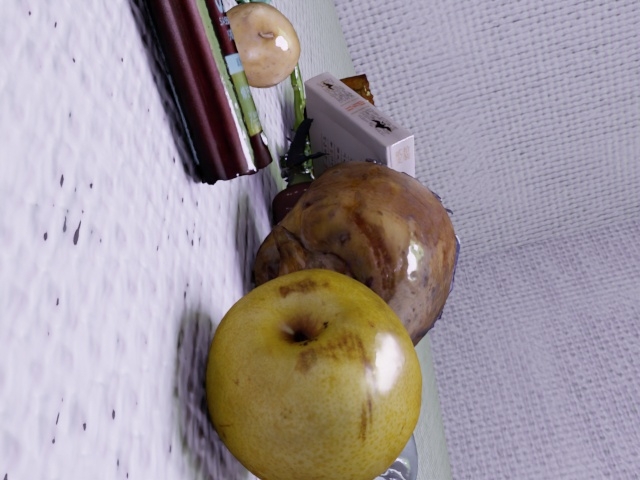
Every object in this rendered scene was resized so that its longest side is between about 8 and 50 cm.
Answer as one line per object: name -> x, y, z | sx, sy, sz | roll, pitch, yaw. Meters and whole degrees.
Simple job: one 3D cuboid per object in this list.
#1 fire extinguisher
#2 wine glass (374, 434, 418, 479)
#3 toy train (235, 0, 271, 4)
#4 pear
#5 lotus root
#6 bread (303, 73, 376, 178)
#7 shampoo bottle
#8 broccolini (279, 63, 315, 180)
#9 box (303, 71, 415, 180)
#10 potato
fire extinguisher -> 0.000, 0.000, 1.181 | 0.138, 0.102, 0.344 | -20, -99, 58
wine glass -> 0.100, 0.349, 1.303 | 0.204, 0.111, 0.111 | -77, 152, -64
toy train -> -0.137, -0.420, 1.115 | 0.119, 0.085, 0.251 | 52, 0, 34
pear -> -0.003, 0.135, 0.766 | 0.209, 0.208, 0.209 | -14, 90, -80
lotus root -> 0.032, 0.041, 1.001 | 0.192, 0.272, 0.272 | -29, 105, -68
bread -> 0.040, -0.191, 1.531 | 0.247, 0.135, 0.232 | -129, -144, -81
shampoo bottle -> -0.135, -0.225, 0.866 | 0.129, 0.084, 0.323 | -75, 150, -75
broccolini -> -0.046, -0.207, 1.395 | 0.123, 0.062, 0.272 | 101, -17, -77
box -> 0.064, -0.050, 1.223 | 0.204, 0.051, 0.365 | 45, -26, 40
potato -> -0.087, -0.267, 1.125 | 0.178, 0.118, 0.109 | -126, -124, -82
